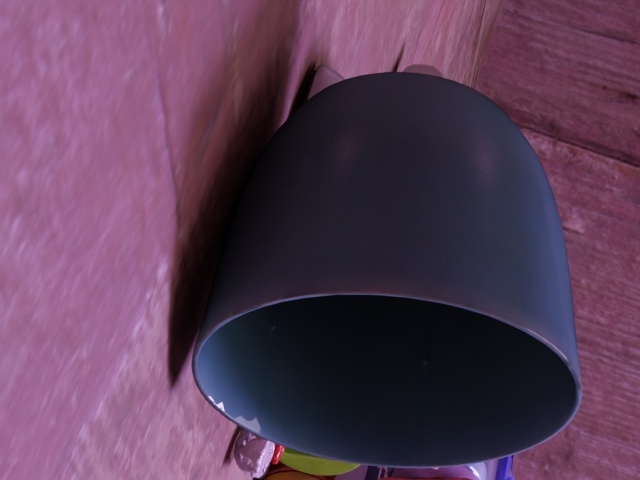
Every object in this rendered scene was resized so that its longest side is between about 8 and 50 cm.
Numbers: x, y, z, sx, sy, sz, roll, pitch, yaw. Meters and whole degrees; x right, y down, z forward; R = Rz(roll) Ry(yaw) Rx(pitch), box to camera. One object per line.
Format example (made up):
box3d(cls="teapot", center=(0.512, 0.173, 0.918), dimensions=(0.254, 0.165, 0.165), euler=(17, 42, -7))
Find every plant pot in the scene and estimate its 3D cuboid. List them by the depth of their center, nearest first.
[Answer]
box3d(cls="plant pot", center=(0.060, 0.013, 1.336), dimensions=(0.293, 0.293, 0.235), euler=(99, -2, -58))

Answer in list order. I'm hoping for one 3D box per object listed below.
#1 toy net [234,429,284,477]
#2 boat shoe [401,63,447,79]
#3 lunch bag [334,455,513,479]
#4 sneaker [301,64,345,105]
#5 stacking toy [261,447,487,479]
box3d(cls="toy net", center=(-0.062, 0.212, 1.924), dimensions=(0.232, 0.045, 0.122), euler=(-54, 164, -65))
box3d(cls="boat shoe", center=(0.111, -0.116, 2.107), dimensions=(0.103, 0.113, 0.302), euler=(79, 17, -51))
box3d(cls="lunch bag", center=(0.093, 0.450, 2.346), dimensions=(0.239, 0.328, 0.385), euler=(33, 64, -76))
box3d(cls="sneaker", center=(0.043, -0.088, 1.596), dimensions=(0.292, 0.118, 0.110), euler=(-1, 108, -85))
box3d(cls="stacking toy", center=(0.066, 0.262, 2.170), dimensions=(0.279, 0.309, 0.130), euler=(87, 11, -45))
